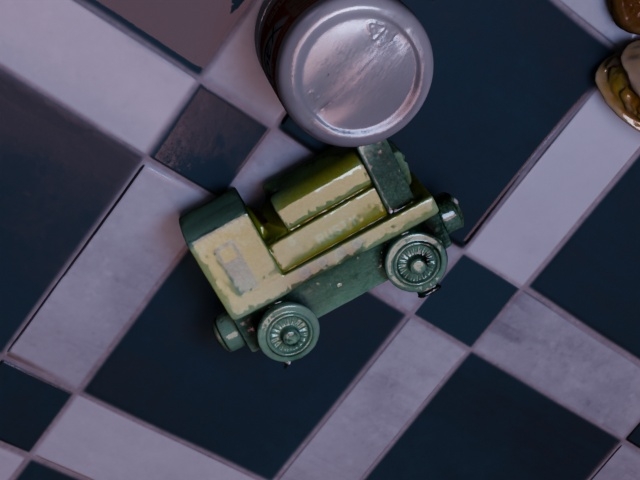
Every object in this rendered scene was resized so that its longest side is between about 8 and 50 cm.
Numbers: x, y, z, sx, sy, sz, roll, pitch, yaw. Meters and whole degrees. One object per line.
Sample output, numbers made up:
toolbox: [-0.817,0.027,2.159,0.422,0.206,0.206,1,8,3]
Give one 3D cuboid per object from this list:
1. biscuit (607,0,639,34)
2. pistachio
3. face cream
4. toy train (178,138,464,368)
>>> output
biscuit: [0.524,-0.459,1.586,0.359,0.074,0.381,-36,117,3]
pistachio: [0.512,-0.213,1.667,0.229,0.157,0.157,18,110,-13]
face cream: [0.027,-0.241,1.496,0.201,0.187,0.201,-6,117,-12]
toy train: [0.000,0.000,1.635,0.397,0.160,0.253,-28,112,0]
